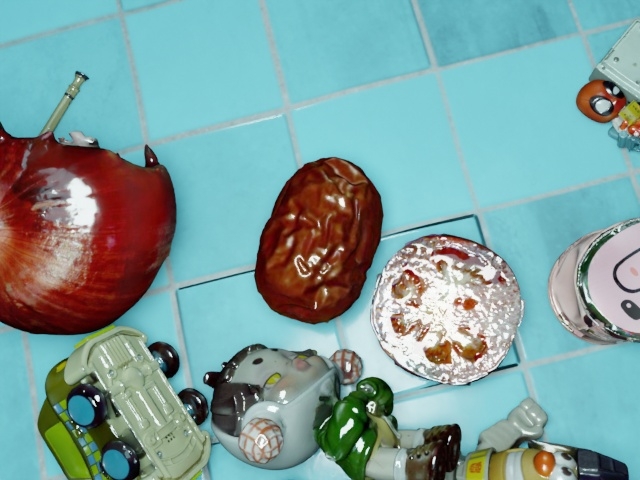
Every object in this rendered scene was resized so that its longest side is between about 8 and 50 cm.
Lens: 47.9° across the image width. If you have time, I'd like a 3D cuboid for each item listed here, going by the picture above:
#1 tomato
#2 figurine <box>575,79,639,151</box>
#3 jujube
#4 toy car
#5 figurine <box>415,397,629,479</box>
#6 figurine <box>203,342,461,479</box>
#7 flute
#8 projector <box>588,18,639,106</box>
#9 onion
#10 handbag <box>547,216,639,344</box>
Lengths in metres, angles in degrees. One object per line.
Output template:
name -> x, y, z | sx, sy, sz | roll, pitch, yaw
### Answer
tomato -> 0.184, 0.104, 1.071 | 0.225, 0.085, 0.224 | -1, 81, 5
figurine -> 0.459, -0.200, 1.122 | 0.068, 0.075, 0.140 | -43, 67, -3
jujube -> 0.000, 0.000, 1.075 | 0.174, 0.174, 0.250 | 12, 68, 8
toy car -> -0.300, 0.269, 1.041 | 0.198, 0.204, 0.247 | -35, 87, 24
figurine -> 0.256, 0.337, 0.958 | 0.309, 0.143, 0.308 | -9, 51, 11
figurine -> 0.000, 0.244, 0.982 | 0.370, 0.281, 0.167 | 10, 109, 27
flute -> -0.464, -0.186, 1.225 | 0.027, 0.027, 0.233 | 27, 81, 10
projector -> 0.521, -0.262, 1.136 | 0.147, 0.061, 0.115 | 39, 85, 13
onion -> -0.382, -0.017, 1.044 | 0.342, 0.341, 0.341 | -1, 77, 5
handbag -> 0.444, 0.059, 1.041 | 0.205, 0.116, 0.179 | -33, 78, -4
